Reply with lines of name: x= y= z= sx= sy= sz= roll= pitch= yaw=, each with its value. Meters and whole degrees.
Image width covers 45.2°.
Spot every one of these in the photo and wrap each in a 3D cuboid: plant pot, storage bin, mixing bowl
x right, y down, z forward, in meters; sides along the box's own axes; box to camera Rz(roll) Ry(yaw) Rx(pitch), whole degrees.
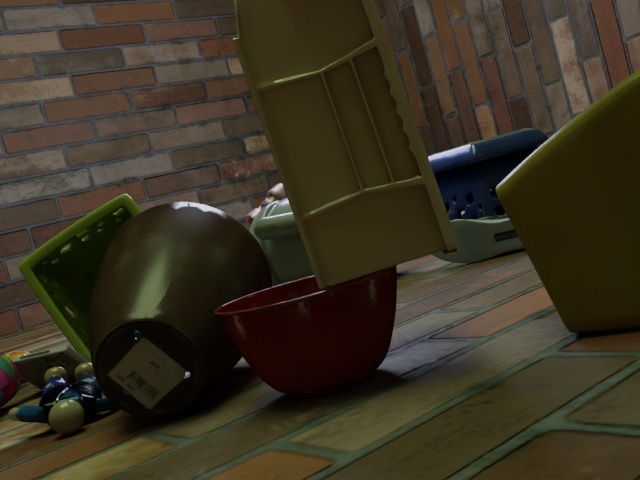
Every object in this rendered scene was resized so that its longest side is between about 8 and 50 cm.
plant pot: x=-0.167 y=0.092 z=0.850 sx=0.215 sy=0.216 sz=0.230 roll=-15 pitch=18 yaw=5
plant pot: x=-0.369 y=0.075 z=1.399 sx=0.227 sy=0.228 sz=0.207 roll=-35 pitch=0 yaw=-8
storage bin: x=0.022 y=-0.101 z=0.752 sx=0.123 sy=0.261 sz=0.262 roll=-18 pitch=2 yaw=4
plant pot: x=0.352 y=-0.104 z=1.593 sx=0.235 sy=0.212 sz=0.236 roll=-17 pitch=3 yaw=-26
mixing bowl: x=-0.002 y=0.089 z=0.735 sx=0.181 sy=0.098 sz=0.181 roll=-14 pitch=3 yaw=1
plant pot: x=0.280 y=-0.030 z=0.690 sx=0.187 sy=0.212 sz=0.212 roll=-29 pitch=-3 yaw=22

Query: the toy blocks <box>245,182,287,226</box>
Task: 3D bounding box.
toy blocks: x=-0.061 y=0.014 z=2.043 sx=0.260 sy=0.309 sz=0.288 roll=-52 pitch=6 yaw=-24

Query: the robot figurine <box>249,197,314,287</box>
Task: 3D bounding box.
robot figurine: x=0.000 y=0.000 z=1.523 sx=0.353 sy=0.200 sz=0.300 roll=-14 pitch=-25 yaw=32

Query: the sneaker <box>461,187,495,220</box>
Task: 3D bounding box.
sneaker: x=0.508 y=-0.141 z=1.944 sx=0.257 sy=0.169 sz=0.447 roll=-17 pitch=0 yaw=-4

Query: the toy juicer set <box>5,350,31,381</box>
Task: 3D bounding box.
toy juicer set: x=-0.623 y=0.246 z=1.312 sx=0.209 sy=0.090 sz=0.329 roll=-1 pitch=-2 yaw=15

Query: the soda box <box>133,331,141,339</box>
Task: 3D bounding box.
soda box: x=-0.293 y=0.165 z=1.178 sx=0.071 sy=0.067 sz=0.210 roll=-15 pitch=3 yaw=-10

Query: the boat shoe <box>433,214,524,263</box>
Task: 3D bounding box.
boat shoe: x=0.305 y=-0.010 z=1.363 sx=0.228 sy=0.080 sz=0.076 roll=-14 pitch=-3 yaw=14

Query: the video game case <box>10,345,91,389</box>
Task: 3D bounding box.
video game case: x=-0.409 y=0.196 z=1.178 sx=0.122 sy=0.087 sz=0.011 roll=-14 pitch=47 yaw=21

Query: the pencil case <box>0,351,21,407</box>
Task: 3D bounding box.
pencil case: x=-0.496 y=0.210 z=1.050 sx=0.104 sy=0.105 sz=0.236 roll=-15 pitch=2 yaw=-5

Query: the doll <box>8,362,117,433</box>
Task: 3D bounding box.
doll: x=-0.299 y=0.189 z=0.903 sx=0.129 sy=0.046 sz=0.189 roll=-6 pitch=6 yaw=-17
